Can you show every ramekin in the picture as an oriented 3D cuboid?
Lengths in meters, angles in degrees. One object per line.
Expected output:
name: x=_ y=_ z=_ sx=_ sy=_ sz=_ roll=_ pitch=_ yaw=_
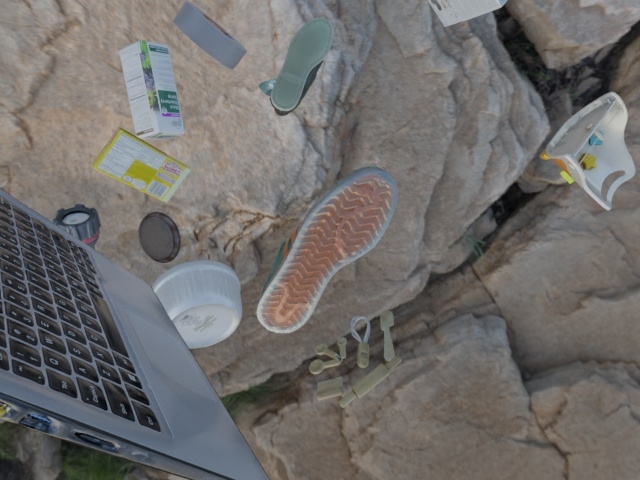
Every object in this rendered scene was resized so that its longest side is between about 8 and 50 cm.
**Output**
ramekin: x=-0.275 y=0.153 z=1.165 sx=0.207 sy=0.109 sz=0.207 roll=-14 pitch=139 yaw=-12

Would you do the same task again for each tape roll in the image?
tape roll: x=-0.328 y=-0.610 z=1.532 sx=0.219 sy=0.219 sz=0.072 roll=36 pitch=106 yaw=-23

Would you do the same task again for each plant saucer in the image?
plant saucer: x=-0.516 y=-0.008 z=1.633 sx=0.029 sy=0.168 sz=0.169 roll=-14 pitch=118 yaw=32
plant saucer: x=-0.107 y=-0.409 z=1.385 sx=0.119 sy=0.119 sz=0.022 roll=-5 pitch=89 yaw=-14

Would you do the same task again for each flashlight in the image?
flashlight: x=-0.584 y=0.061 z=1.289 sx=0.103 sy=0.103 sz=0.304 roll=13 pitch=126 yaw=13

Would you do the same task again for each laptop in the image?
laptop: x=-0.174 y=-0.053 z=0.426 sx=0.236 sy=0.382 sz=0.408 roll=-49 pitch=130 yaw=-4

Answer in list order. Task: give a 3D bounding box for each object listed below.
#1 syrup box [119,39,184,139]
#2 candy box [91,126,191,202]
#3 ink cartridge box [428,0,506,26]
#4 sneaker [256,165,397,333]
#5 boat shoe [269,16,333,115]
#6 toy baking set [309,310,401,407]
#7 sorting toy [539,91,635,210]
syrup box: x=-0.441 y=-0.388 z=1.348 sx=0.096 sy=0.093 sz=0.237 roll=-7 pitch=96 yaw=33
candy box: x=-0.403 y=-0.167 z=1.175 sx=0.105 sy=0.027 sz=0.205 roll=-53 pitch=143 yaw=5
ink cartridge box: x=0.307 y=-0.558 z=1.128 sx=0.145 sy=0.179 sz=0.045 roll=45 pitch=78 yaw=-25
sneaker: x=0.000 y=0.000 z=0.784 sx=0.108 sy=0.121 sz=0.302 roll=33 pitch=112 yaw=-16
boat shoe: x=-0.044 y=-0.378 z=1.120 sx=0.081 sy=0.068 sz=0.228 roll=28 pitch=82 yaw=-4
toy baking set: x=0.082 y=0.252 z=1.143 sx=0.256 sy=0.197 sz=0.030 roll=-32 pitch=126 yaw=-9
sorting toy: x=0.236 y=-0.068 z=0.439 sx=0.075 sy=0.045 sz=0.083 roll=46 pitch=71 yaw=-9
